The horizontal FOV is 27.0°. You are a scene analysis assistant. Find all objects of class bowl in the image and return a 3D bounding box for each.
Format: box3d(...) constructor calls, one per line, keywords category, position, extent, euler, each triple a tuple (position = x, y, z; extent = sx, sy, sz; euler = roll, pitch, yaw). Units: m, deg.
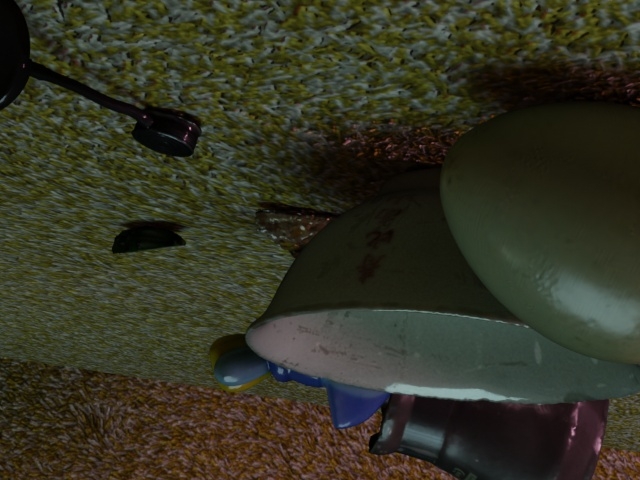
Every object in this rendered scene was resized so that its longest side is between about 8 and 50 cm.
box3d(category="bowl", position=(0.144, 0.042, 1.441), extent=(0.435, 0.196, 0.435), euler=(7, 163, 2))

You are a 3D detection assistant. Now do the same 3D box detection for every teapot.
box3d(category="teapot", position=(0.272, 0.259, 2.163), extent=(0.362, 0.305, 0.376), euler=(15, 138, 0))

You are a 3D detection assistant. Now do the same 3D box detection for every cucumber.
box3d(category="cucumber", position=(-0.229, -0.003, 1.817), extent=(0.107, 0.035, 0.067), euler=(-5, 179, 39))

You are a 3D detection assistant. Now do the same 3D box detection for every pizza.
box3d(category="pizza", position=(0.000, 0.000, 1.669), extent=(0.195, 0.052, 0.185), euler=(14, 163, -31))

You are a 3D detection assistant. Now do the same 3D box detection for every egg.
box3d(category="egg", position=(0.238, -0.013, 1.144), extent=(0.295, 0.218, 0.218), euler=(21, 163, -18))

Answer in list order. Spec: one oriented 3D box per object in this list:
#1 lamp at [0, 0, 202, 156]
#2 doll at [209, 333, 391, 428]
box3d(category="lamp", position=(-0.233, -0.114, 1.214), extent=(0.130, 0.108, 0.371), euler=(7, 167, 18))
box3d(category="doll", position=(0.055, 0.127, 1.732), extent=(0.376, 0.187, 0.366), euler=(-33, 172, 32))
